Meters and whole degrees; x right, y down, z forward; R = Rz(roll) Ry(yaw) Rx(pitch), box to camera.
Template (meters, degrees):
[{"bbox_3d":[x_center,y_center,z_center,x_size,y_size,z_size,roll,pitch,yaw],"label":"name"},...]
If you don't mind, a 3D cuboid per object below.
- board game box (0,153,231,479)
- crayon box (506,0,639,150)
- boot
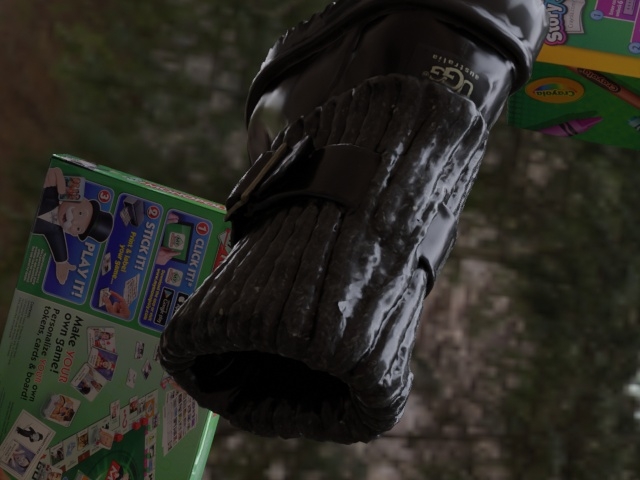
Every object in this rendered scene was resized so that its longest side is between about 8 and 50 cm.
[{"bbox_3d":[-0.188,0.102,1.832,0.214,0.046,0.317,18,-81,10],"label":"board game box"},{"bbox_3d":[0.251,-0.200,1.530,0.081,0.165,0.278,86,18,-53],"label":"crayon box"},{"bbox_3d":[-0.004,-0.002,1.157,0.348,0.131,0.260,133,-19,-70],"label":"boot"}]
